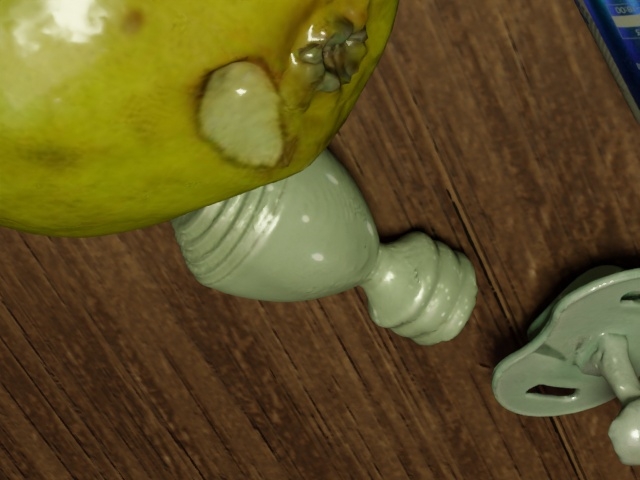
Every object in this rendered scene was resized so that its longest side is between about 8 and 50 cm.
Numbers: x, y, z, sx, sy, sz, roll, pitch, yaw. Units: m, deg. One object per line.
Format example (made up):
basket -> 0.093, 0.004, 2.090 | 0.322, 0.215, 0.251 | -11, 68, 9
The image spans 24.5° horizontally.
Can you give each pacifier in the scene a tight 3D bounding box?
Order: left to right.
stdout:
pacifier -> 0.179, 0.082, 0.881 | 0.126, 0.117, 0.150 | 13, 133, -36

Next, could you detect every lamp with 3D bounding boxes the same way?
lamp -> 0.000, 0.000, 0.855 | 0.193, 0.106, 0.106 | 27, 130, -26

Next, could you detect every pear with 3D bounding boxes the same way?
pear -> -0.121, -0.138, 0.657 | 0.321, 0.269, 0.269 | 16, 134, 21

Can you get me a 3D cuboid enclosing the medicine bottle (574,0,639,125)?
medicine bottle -> 0.184, -0.113, 0.711 | 0.107, 0.107, 0.191 | -19, 125, 24
